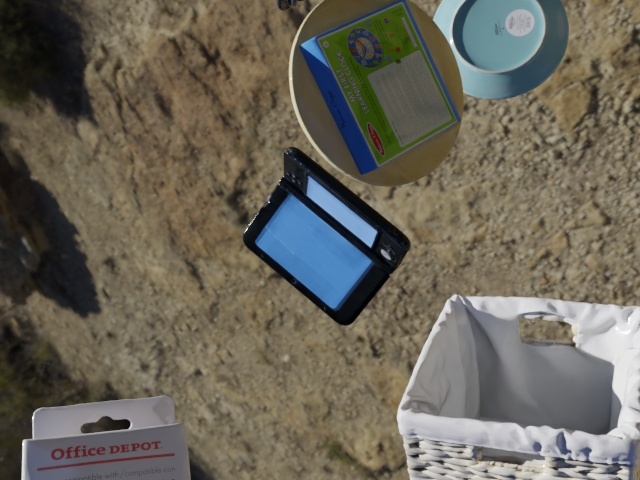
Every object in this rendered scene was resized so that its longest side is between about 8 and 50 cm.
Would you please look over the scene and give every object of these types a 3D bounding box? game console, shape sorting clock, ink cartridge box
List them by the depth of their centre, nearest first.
[{"bbox_3d":[-0.148,0.199,0.583,0.067,0.115,0.198,112,151,-58],"label":"ink cartridge box"},{"bbox_3d":[0.000,0.000,0.665,0.122,0.071,0.107,39,168,7],"label":"game console"},{"bbox_3d":[0.060,-0.157,0.849,0.040,0.206,0.206,-13,108,58],"label":"shape sorting clock"}]

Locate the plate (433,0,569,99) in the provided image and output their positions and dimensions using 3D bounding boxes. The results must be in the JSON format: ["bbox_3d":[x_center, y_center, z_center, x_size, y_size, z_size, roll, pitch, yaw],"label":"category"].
[{"bbox_3d":[0.243,-0.286,1.135,0.188,0.188,0.024,45,-176,16],"label":"plate"}]

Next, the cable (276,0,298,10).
[{"bbox_3d":[0.007,-0.327,0.911,0.047,0.150,0.184,35,164,-25],"label":"cable"}]

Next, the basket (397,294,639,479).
[{"bbox_3d":[0.322,0.279,1.252,0.329,0.331,0.266,2,118,24],"label":"basket"}]
